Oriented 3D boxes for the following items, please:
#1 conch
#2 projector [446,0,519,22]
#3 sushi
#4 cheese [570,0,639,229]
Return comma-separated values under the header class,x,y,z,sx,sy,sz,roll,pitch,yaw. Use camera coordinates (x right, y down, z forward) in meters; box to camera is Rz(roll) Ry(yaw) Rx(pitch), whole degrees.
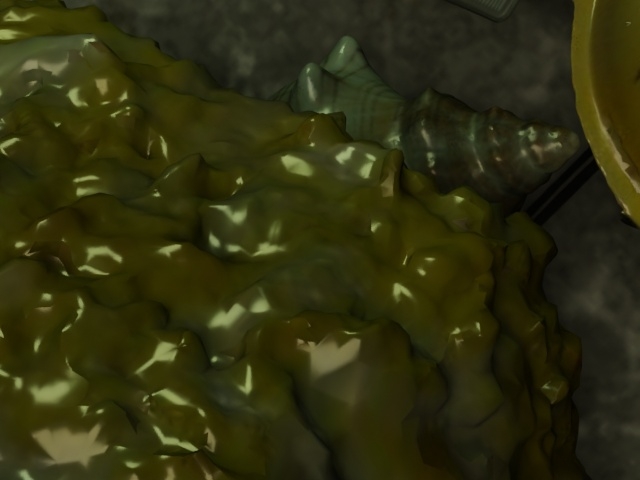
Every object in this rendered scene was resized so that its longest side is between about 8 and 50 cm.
class,x,y,z,sx,sy,sz,roll,pitch,yaw
conch,0.013,0.000,0.671,0.137,0.114,0.234,59,139,11
projector,0.065,-0.174,0.636,0.115,0.061,0.147,44,110,47
sushi,-0.081,0.137,0.579,0.351,0.240,0.397,19,126,19
cheese,0.202,-0.038,0.617,0.270,0.069,0.177,40,71,-2
